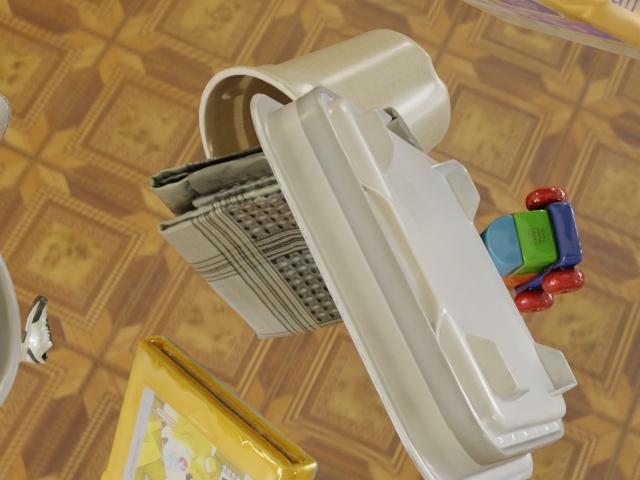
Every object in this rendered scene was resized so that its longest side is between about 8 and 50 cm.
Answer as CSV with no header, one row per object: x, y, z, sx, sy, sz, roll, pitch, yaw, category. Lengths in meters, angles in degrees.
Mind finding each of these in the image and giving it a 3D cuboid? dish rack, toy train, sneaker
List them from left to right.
-0.389,0.124,1.646,0.044,0.109,0.040,16,27,-7,sneaker
0.086,0.030,0.821,0.072,0.333,0.285,-29,75,15,dish rack
0.166,0.029,1.240,0.144,0.248,0.105,-6,76,-11,toy train

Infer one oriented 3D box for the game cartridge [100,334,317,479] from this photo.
-0.152,0.314,1.357,0.053,0.323,0.285,-3,27,-46,game cartridge

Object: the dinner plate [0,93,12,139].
-0.267,-0.053,0.789,0.141,0.141,0.017,-31,79,-18,dinner plate

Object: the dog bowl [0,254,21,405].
-0.445,0.065,1.204,0.102,0.349,0.348,-24,65,22,dog bowl

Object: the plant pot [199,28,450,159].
0.030,-0.182,1.892,0.305,0.333,0.334,-35,73,-33,plant pot

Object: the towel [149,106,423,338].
0.000,0.000,1.371,0.312,0.324,0.056,-14,48,20,towel

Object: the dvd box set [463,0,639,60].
0.092,-0.267,1.026,0.421,0.307,0.062,18,99,-27,dvd box set
